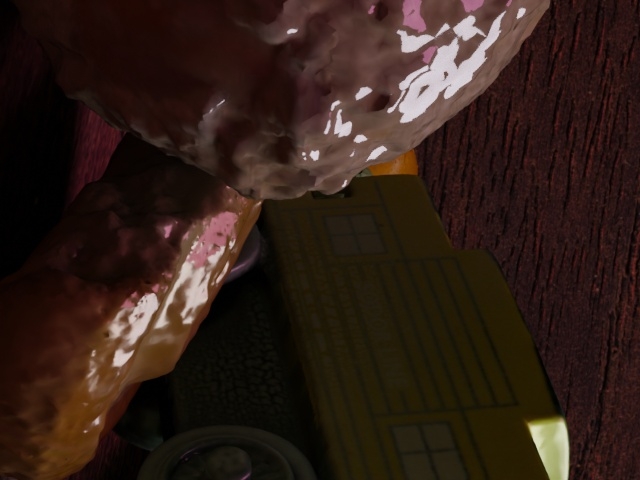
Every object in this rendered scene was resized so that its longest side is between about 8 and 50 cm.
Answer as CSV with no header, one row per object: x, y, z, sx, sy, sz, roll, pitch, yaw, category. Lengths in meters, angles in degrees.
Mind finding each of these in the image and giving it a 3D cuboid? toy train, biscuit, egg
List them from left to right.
-0.098,0.018,0.826,0.213,0.091,0.274,-58,-175,45,biscuit
-0.011,-0.171,0.713,0.279,0.279,0.310,84,18,-71,egg
0.005,0.112,0.991,0.442,0.272,0.179,-106,-163,-53,toy train

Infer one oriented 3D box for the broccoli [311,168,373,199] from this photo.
-0.035,-0.028,1.263,0.195,0.156,0.195,18,68,-54,broccoli

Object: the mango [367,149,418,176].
0.000,0.000,1.640,0.257,0.138,0.187,-58,-173,-23,mango
